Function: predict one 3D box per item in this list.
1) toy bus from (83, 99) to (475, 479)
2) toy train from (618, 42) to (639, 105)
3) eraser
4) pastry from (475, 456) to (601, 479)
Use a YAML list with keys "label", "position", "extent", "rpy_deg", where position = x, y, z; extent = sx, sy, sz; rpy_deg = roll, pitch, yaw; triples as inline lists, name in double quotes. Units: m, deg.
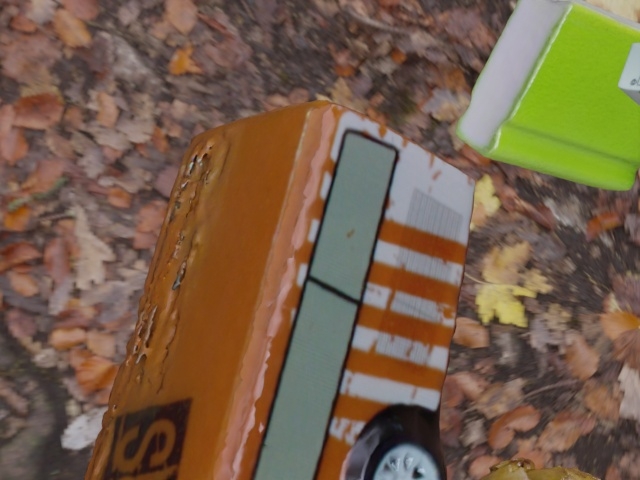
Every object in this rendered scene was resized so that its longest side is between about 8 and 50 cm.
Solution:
- label: "toy bus"
  position: [-0.040, 0.154, 0.418]
  extent: [0.093, 0.092, 0.409]
  rpy_deg: [-9, 59, 48]
- label: "toy train"
  position: [0.259, -0.058, 0.841]
  extent: [0.043, 0.207, 0.047]
  rpy_deg: [9, 73, 51]
- label: "eraser"
  position: [0.315, -0.176, 1.652]
  extent: [0.092, 0.274, 0.210]
  rpy_deg: [42, 111, 44]
- label: "pastry"
  position: [0.258, 0.406, 1.625]
  extent: [0.255, 0.162, 0.311]
  rpy_deg: [15, 130, 7]
